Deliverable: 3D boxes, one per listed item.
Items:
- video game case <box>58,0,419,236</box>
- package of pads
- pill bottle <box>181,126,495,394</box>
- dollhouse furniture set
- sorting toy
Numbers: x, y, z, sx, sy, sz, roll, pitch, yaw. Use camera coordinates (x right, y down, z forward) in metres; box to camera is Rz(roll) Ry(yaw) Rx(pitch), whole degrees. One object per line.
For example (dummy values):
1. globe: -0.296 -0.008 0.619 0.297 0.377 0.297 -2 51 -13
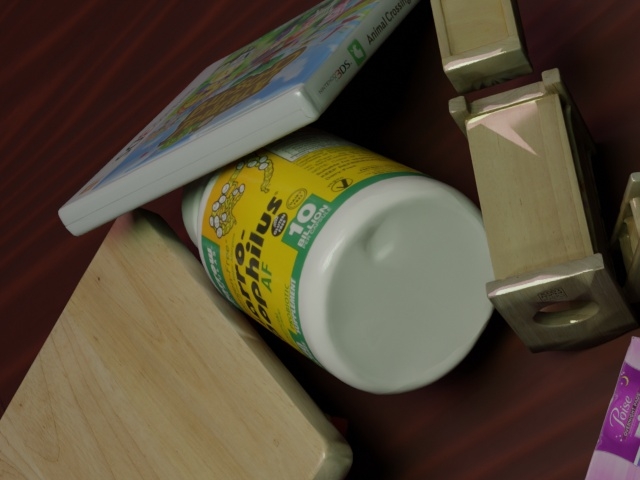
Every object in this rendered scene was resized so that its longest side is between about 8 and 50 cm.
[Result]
1. video game case: -0.040 -0.092 0.958 0.212 0.023 0.193 -22 20 40
2. package of pads: 0.164 0.092 0.771 0.050 0.032 0.083 19 92 46
3. pill bottle: 0.000 0.000 0.897 0.208 0.117 0.118 31 100 58
4. dollhouse furniture set: 0.158 -0.056 0.806 0.161 0.101 0.182 -15 64 16
5. sorting toy: -0.092 0.155 0.976 0.255 0.089 0.257 -58 44 16
